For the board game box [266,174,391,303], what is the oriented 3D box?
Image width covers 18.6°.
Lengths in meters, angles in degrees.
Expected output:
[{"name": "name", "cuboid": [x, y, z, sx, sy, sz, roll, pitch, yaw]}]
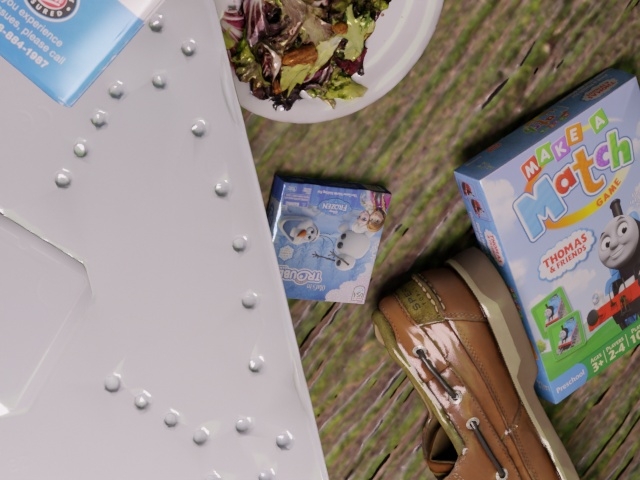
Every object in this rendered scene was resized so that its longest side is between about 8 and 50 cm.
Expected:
[{"name": "board game box", "cuboid": [0.000, 0.000, 1.432, 0.090, 0.020, 0.090, 5, 109, -27]}]

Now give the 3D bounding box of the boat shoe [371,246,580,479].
[{"name": "boat shoe", "cuboid": [0.126, 0.155, 1.513, 0.104, 0.111, 0.307, -27, 110, -9]}]

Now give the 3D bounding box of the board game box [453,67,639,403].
[{"name": "board game box", "cuboid": [0.201, -0.003, 1.503, 0.160, 0.039, 0.211, -34, 120, -20]}]

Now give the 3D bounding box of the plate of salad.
[{"name": "plate of salad", "cuboid": [0.003, -0.174, 1.347, 0.200, 0.048, 0.200, -10, 115, -22]}]

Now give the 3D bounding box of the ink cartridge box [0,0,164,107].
[{"name": "ink cartridge box", "cuboid": [-0.131, -0.271, 1.138, 0.223, 0.129, 0.307, 40, 100, -12]}]

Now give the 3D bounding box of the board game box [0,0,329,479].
[{"name": "board game box", "cuboid": [-0.217, 0.043, 1.240, 0.390, 0.050, 0.390, -14, 92, -21]}]
